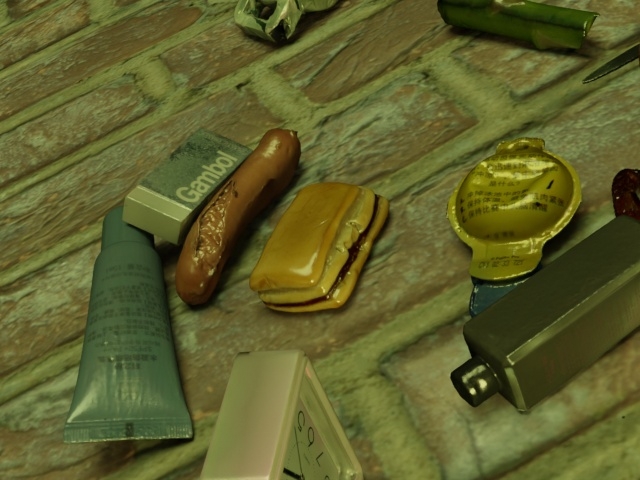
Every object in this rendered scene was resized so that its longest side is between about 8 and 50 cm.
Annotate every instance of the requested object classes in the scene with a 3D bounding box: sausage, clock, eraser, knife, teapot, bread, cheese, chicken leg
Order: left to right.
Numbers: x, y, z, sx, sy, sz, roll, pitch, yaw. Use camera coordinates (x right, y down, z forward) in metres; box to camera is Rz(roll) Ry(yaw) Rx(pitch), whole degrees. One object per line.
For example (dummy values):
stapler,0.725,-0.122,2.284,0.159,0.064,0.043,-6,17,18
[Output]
eraser,-0.177,-0.079,1.293,0.092,0.046,0.212,24,38,9
sausage,-0.110,-0.040,1.249,0.078,0.078,0.304,6,47,34
teapot,-0.058,-0.461,1.696,0.163,0.221,0.178,-2,8,-39
clock,-0.025,0.205,0.807,0.063,0.197,0.150,-7,40,19
bread,0.000,0.000,1.148,0.116,0.077,0.200,-7,39,34
cheese,0.211,-0.016,1.056,0.157,0.064,0.250,-4,51,26
knife,0.423,-0.253,1.266,0.170,0.010,0.023,-30,38,-4
chicken leg,0.362,-0.015,0.988,0.093,0.053,0.205,-4,44,3

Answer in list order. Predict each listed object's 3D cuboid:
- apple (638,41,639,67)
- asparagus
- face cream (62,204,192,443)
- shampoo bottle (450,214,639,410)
apple,0.468,-0.216,1.070,0.209,0.164,0.209,-17,37,14
asparagus,0.288,-0.325,1.383,0.060,0.067,0.278,-17,32,-38
face cream,-0.234,0.094,1.149,0.136,0.086,0.385,0,38,-12
shampoo bottle,0.234,0.076,0.918,0.246,0.080,0.079,-33,36,-12
